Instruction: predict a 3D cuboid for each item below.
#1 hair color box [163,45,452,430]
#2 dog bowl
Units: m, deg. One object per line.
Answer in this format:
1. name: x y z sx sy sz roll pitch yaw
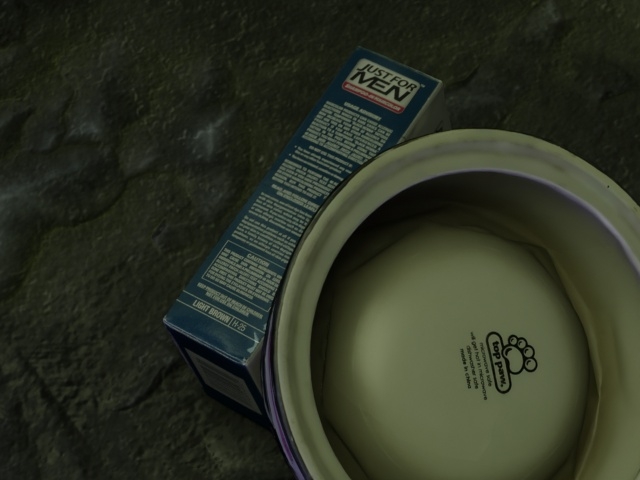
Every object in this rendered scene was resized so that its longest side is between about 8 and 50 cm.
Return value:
1. hair color box: 0.000 0.000 1.781 0.105 0.174 0.347 27 69 24
2. dog bowl: 0.129 0.113 1.624 0.408 0.150 0.408 4 79 -19
